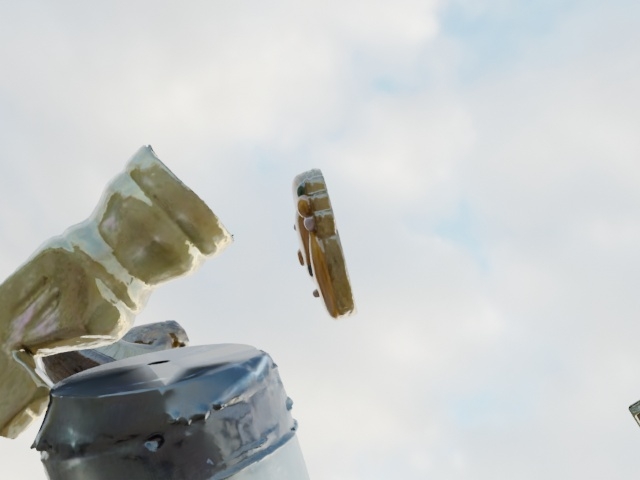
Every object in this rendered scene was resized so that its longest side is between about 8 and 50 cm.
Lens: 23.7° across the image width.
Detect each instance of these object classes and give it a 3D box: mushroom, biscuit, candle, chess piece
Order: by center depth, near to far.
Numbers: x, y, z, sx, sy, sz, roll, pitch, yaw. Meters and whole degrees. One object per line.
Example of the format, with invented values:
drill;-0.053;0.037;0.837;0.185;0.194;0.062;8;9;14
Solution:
candle;-0.101;0.265;1.307;0.221;0.221;0.342;-7;-79;46
chess piece;-0.230;0.050;1.417;0.137;0.301;0.137;48;-5;6
biscuit;-0.004;0.001;1.653;0.050;0.170;0.170;-15;-48;-1
mushroom;-0.258;0.168;1.889;0.231;0.194;0.138;36;-61;26

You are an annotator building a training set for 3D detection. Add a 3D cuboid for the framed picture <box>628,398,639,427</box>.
framed picture;0.307;0.135;1.074;0.201;0.136;0.010;52;8;-44
